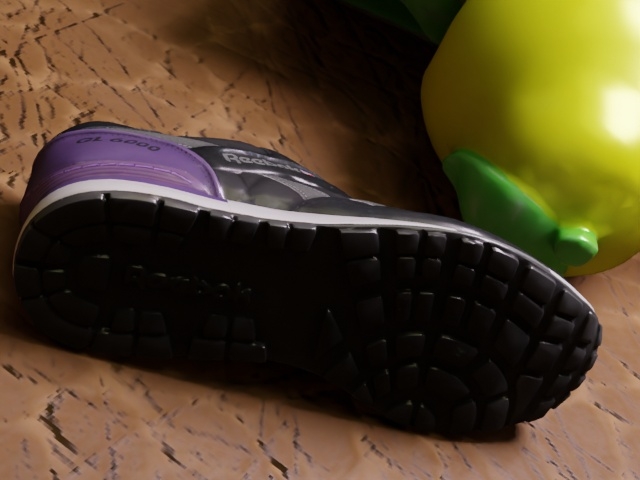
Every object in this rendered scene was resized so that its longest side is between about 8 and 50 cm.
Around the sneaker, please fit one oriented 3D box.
[{"bbox_3d":[0.000,0.000,0.695,0.283,0.107,0.124,16,29,-16],"label":"sneaker"}]

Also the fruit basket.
[{"bbox_3d":[0.161,-0.125,0.900,0.392,0.283,0.392,2,79,-10],"label":"fruit basket"}]
